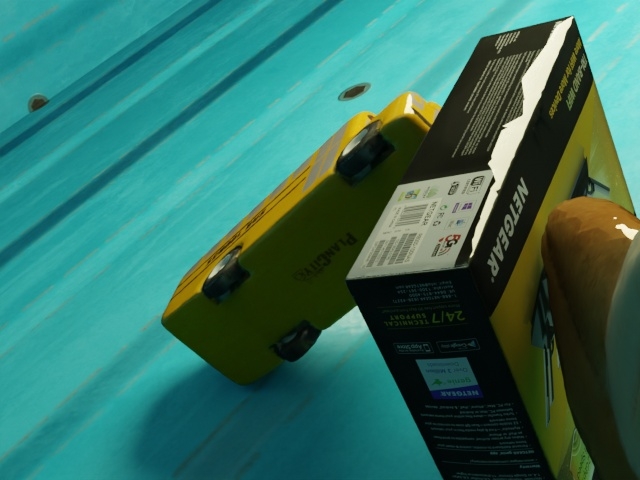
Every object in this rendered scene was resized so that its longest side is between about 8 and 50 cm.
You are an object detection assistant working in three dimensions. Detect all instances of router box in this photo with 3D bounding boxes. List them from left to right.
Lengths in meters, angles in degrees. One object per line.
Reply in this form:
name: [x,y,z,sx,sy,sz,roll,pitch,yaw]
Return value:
router box: [0.147,0.023,0.678,0.081,0.243,0.309,-8,33,32]

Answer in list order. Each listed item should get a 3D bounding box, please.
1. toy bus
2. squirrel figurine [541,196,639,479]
toy bus: [0.000,0.000,0.856,0.332,0.108,0.130,-41,15,30]
squirrel figurine: [0.332,0.097,0.414,0.370,0.281,0.397,-2,68,-5]
